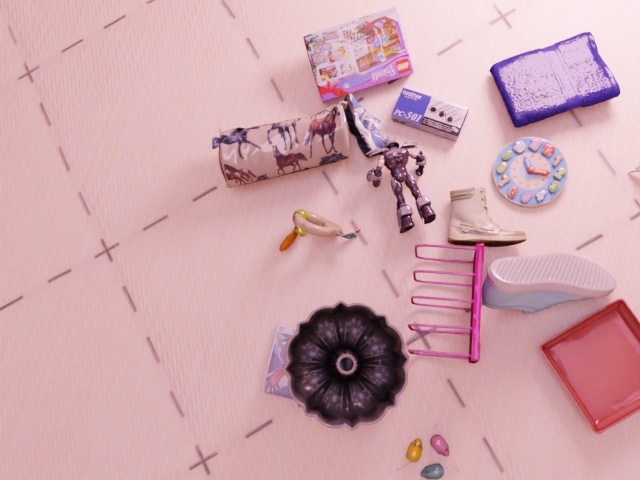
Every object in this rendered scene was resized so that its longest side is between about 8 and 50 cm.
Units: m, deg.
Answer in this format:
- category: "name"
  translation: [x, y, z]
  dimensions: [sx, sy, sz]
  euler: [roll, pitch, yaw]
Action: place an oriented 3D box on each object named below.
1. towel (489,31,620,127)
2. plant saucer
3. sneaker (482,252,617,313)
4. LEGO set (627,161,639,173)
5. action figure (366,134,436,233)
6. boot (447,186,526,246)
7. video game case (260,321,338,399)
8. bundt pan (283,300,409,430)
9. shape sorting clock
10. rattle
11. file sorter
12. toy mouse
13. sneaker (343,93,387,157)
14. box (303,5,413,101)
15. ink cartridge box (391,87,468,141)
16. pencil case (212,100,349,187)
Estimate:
- category: "towel"
  translation: [0.675, -0.461, 1.734]
  dimensions: [0.308, 0.076, 0.228]
  euler: [-17, 69, 5]
- category: "plant saucer"
  translation: [0.748, 0.325, 1.554]
  dimensions: [0.258, 0.048, 0.259]
  euler: [-31, 74, 1]
- category: "sneaker"
  translation: [0.598, 0.126, 1.596]
  dimensions: [0.365, 0.150, 0.135]
  euler: [4, 44, -9]
- category: "LEGO set"
  translation: [0.985, -0.215, 1.651]
  dimensions: [0.244, 0.060, 0.182]
  euler: [37, 81, 5]
- category: "action figure"
  translation: [0.232, -0.174, 1.712]
  dimensions: [0.185, 0.099, 0.285]
  euler: [-17, 78, 1]
- category: "boot"
  translation: [0.466, -0.068, 1.670]
  dimensions: [0.213, 0.077, 0.165]
  euler: [2, 76, 12]
- category: "video game case"
  translation: [-0.058, 0.348, 1.680]
  dimensions: [0.183, 0.023, 0.202]
  euler: [11, 79, 11]
- category: "bundt pan"
  translation: [0.067, 0.331, 1.598]
  dimensions: [0.330, 0.124, 0.331]
  euler: [0, 79, -1]
- category: "shape sorting clock"
  translation: [0.597, -0.198, 1.697]
  dimensions: [0.206, 0.040, 0.206]
  euler: [-2, 77, 8]
- category: "rattle"
  translation: [0.000, 0.000, 1.729]
  dimensions: [0.199, 0.130, 0.143]
  euler: [20, 92, -14]
- category: "file sorter"
  translation: [0.329, 0.167, 1.575]
  dimensions: [0.182, 0.202, 0.291]
  euler: [3, 78, 12]
- category: "toy mouse"
  translation: [0.301, 0.574, 1.571]
  dimensions: [0.143, 0.031, 0.161]
  euler: [28, 83, 13]
- category: "sneaker"
  translation: [0.133, -0.349, 1.790]
  dimensions: [0.081, 0.080, 0.211]
  euler: [-23, 79, -13]
- category: "box"
  translation: [0.114, -0.559, 1.803]
  dimensions: [0.293, 0.057, 0.201]
  euler: [-16, 100, 4]
- category: "ink cartridge box"
  translation: [0.325, -0.375, 1.774]
  dimensions: [0.207, 0.046, 0.097]
  euler: [22, 80, 13]
- category: "pencil case"
  translation: [-0.104, -0.287, 1.760]
  dimensions: [0.409, 0.160, 0.184]
  euler: [-12, 90, 6]
